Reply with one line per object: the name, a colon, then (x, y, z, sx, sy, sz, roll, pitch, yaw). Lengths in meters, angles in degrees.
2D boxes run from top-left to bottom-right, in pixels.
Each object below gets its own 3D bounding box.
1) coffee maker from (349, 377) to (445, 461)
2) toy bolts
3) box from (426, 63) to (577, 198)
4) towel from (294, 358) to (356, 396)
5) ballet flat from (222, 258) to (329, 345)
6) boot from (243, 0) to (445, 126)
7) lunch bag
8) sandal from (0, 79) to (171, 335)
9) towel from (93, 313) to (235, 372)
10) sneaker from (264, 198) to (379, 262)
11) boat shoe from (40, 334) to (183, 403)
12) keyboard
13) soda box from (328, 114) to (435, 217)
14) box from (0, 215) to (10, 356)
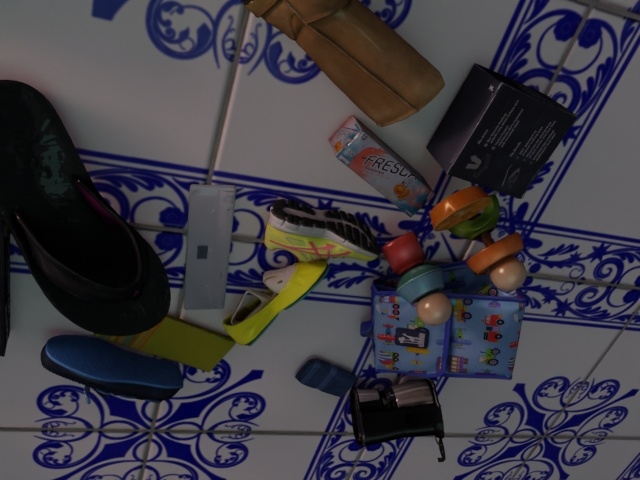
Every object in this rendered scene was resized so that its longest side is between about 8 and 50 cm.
coffee maker: (0.160, 0.381, 1.266, 0.178, 0.171, 0.120, -8, 143, -7)
toy bolts: (0.224, 0.036, 0.999, 0.228, 0.158, 0.218, -30, 163, 12)
box: (0.280, -0.169, 0.948, 0.158, 0.093, 0.156, 15, 120, -25)
towel: (0.013, 0.280, 1.242, 0.119, 0.029, 0.067, 28, 114, -29)
ballet flat: (-0.087, 0.098, 1.061, 0.077, 0.077, 0.231, 41, 110, -17)
boot: (0.068, -0.278, 0.775, 0.269, 0.089, 0.236, 34, 152, -30)
lunch bag: (0.222, 0.155, 1.166, 0.293, 0.138, 0.221, -4, 128, 3)
sandal: (-0.345, -0.008, 0.851, 0.167, 0.107, 0.445, -43, 131, -23)
towel: (-0.279, 0.174, 1.095, 0.237, 0.021, 0.102, 27, 120, -30)
sneaker: (0.000, 0.000, 1.013, 0.208, 0.081, 0.094, 18, 126, -18)
boat shoe: (-0.372, 0.248, 1.070, 0.258, 0.109, 0.089, 28, 117, -28)
keyboard: (-0.188, 0.019, 1.012, 0.072, 0.014, 0.256, 4, 124, -11)
soda box: (0.099, -0.115, 0.957, 0.183, 0.063, 0.058, 34, 112, -32)
box: (-0.616, 0.041, 0.877, 0.295, 0.073, 0.293, 6, 124, -20)
